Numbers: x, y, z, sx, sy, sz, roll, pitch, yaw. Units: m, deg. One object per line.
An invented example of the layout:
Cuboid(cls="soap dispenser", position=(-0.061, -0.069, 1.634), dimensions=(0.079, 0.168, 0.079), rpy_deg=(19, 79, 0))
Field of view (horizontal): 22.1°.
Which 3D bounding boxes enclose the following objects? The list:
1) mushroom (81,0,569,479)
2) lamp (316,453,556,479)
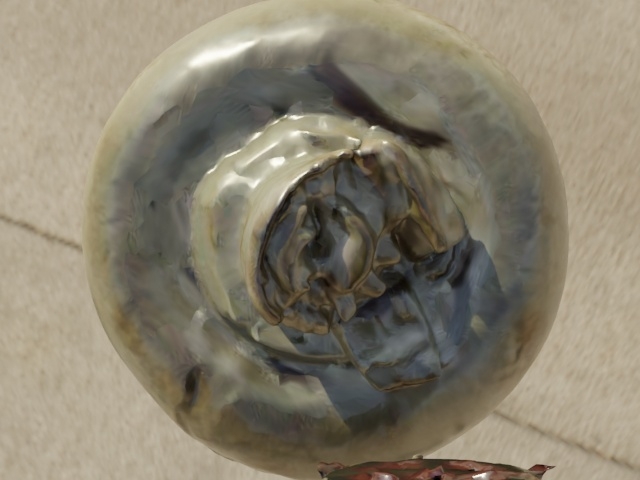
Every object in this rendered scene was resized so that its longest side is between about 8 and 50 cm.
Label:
Cuboid(cls="mushroom", position=(0.000, 0.000, 0.749), dimensions=(0.226, 0.178, 0.227), rpy_deg=(2, 103, 8))
Cuboid(cls="lamp", position=(0.044, 0.201, 0.542), dimensions=(0.180, 0.180, 0.258), rpy_deg=(-3, 93, -3))
